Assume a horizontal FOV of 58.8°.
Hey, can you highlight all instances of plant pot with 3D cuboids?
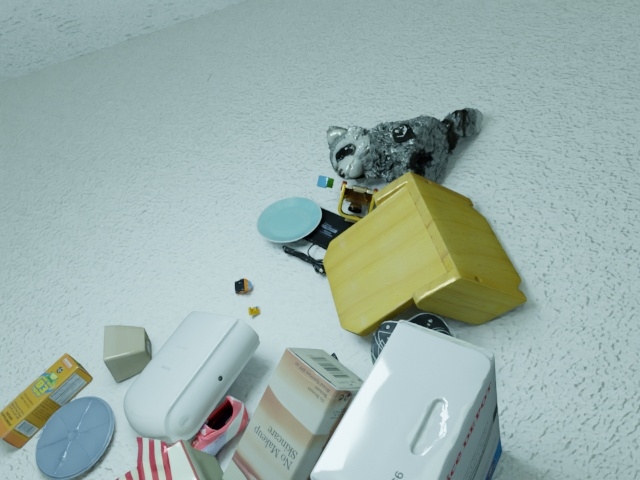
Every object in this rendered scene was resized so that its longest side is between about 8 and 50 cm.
[{"bbox_3d":[-0.485,0.278,1.442,0.096,0.109,0.109,-12,46,-7],"label":"plant pot"}]

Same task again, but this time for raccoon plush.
[{"bbox_3d":[0.230,-0.270,1.652,0.299,0.216,0.446,18,28,41],"label":"raccoon plush"}]

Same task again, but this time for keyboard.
[{"bbox_3d":[0.000,0.000,1.558,0.317,0.033,0.201,26,56,36],"label":"keyboard"}]

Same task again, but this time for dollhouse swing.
[{"bbox_3d":[0.233,0.073,1.372,0.305,0.315,0.346,-51,37,31],"label":"dollhouse swing"}]

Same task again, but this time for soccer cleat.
[{"bbox_3d":[-0.254,0.442,1.217,0.083,0.095,0.248,27,63,36],"label":"soccer cleat"}]

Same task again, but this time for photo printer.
[{"bbox_3d":[-0.307,0.309,1.296,0.256,0.107,0.307,-1,45,52],"label":"photo printer"}]

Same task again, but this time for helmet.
[{"bbox_3d":[0.190,0.242,1.188,0.162,0.169,0.169,-14,45,-16],"label":"helmet"}]

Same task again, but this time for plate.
[{"bbox_3d":[-0.087,-0.054,1.599,0.188,0.024,0.188,-8,44,8],"label":"plate"}]

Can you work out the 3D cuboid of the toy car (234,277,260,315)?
[{"bbox_3d":[-0.192,0.153,1.501,0.041,0.060,0.122,3,55,-37],"label":"toy car"}]

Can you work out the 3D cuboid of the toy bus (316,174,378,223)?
[{"bbox_3d":[0.096,-0.100,1.539,0.191,0.202,0.104,20,98,48],"label":"toy bus"}]

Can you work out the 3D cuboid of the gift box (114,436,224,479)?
[{"bbox_3d":[-0.289,0.514,1.016,0.255,0.258,0.276,-35,65,-11],"label":"gift box"}]

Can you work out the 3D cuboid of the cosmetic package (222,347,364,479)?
[{"bbox_3d":[-0.046,0.370,1.089,0.153,0.129,0.296,30,98,38],"label":"cosmetic package"}]

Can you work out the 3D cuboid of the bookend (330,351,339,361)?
[{"bbox_3d":[0.032,0.352,1.209,0.156,0.072,0.157,-41,50,-17],"label":"bookend"}]

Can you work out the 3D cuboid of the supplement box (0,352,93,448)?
[{"bbox_3d":[-0.697,0.398,1.427,0.078,0.080,0.233,29,62,34],"label":"supplement box"}]

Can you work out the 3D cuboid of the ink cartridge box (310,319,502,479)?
[{"bbox_3d":[0.167,0.362,0.930,0.166,0.395,0.285,17,58,31],"label":"ink cartridge box"}]

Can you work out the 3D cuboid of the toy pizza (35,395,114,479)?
[{"bbox_3d":[-0.580,0.469,1.354,0.201,0.032,0.201,-9,49,11],"label":"toy pizza"}]
